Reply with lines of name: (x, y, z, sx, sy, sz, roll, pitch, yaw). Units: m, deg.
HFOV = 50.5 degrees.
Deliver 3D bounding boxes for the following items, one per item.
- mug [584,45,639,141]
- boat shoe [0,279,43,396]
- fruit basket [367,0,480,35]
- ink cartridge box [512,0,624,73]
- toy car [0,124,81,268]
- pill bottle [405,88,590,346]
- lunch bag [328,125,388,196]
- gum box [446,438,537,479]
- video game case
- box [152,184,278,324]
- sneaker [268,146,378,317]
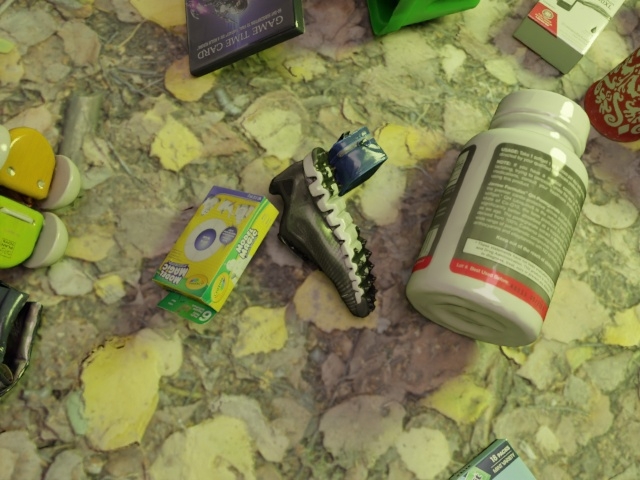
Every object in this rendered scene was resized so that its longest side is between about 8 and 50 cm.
mug: (0.479, -0.248, 1.000, 0.113, 0.169, 0.150, -2, 74, -7)
boat shoe: (-0.448, 0.184, 0.771, 0.158, 0.127, 0.341, 13, 71, 5)
fruit basket: (0.068, -0.502, 0.979, 0.392, 0.283, 0.392, 4, 74, -15)
ink cartridge box: (0.397, -0.358, 1.077, 0.109, 0.063, 0.150, 37, 73, 4)
toy car: (-0.405, -0.052, 0.854, 0.136, 0.159, 0.182, -3, 71, 28)
pill bottle: (0.248, -0.036, 0.903, 0.176, 0.176, 0.319, 25, 72, 0)
lunch bag: (0.043, -0.113, 0.939, 0.067, 0.098, 0.065, -34, 84, -25)
gum box: (0.227, 0.372, 0.849, 0.157, 0.041, 0.184, -33, 79, -15)
video game case: (-0.119, -0.391, 0.964, 0.196, 0.026, 0.274, -12, 79, 33)
box: (-0.143, 0.017, 0.880, 0.105, 0.043, 0.179, 14, 68, 39)
sneaker: (0.000, 0.000, 0.917, 0.106, 0.078, 0.234, -19, 96, 22)
